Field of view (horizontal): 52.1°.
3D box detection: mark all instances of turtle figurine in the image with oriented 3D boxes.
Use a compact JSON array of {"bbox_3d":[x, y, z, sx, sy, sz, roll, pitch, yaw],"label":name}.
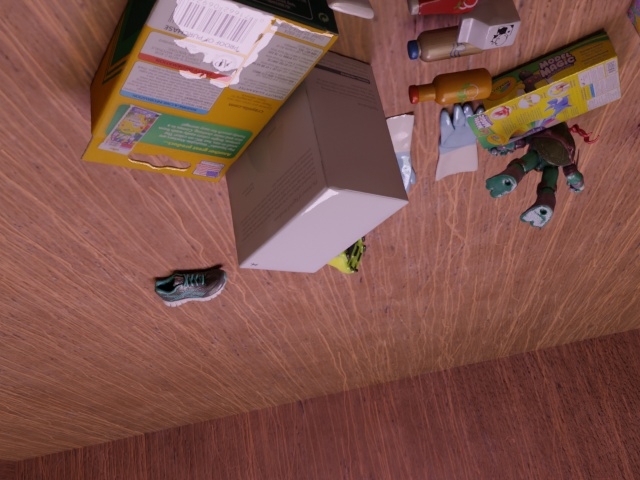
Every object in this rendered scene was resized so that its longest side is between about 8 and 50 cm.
[{"bbox_3d":[0.366,-0.135,1.091,0.175,0.234,0.118,28,141,13],"label":"turtle figurine"}]

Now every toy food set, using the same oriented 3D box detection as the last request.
[{"bbox_3d":[0.159,-0.262,0.772,0.104,0.111,0.232,-10,158,-3],"label":"toy food set"}]

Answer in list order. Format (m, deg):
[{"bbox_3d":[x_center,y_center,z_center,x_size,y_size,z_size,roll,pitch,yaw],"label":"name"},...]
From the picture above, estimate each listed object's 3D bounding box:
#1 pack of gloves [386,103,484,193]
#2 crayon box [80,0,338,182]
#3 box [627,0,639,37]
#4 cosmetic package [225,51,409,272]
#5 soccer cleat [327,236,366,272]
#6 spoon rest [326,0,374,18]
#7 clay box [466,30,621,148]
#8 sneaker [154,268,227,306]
[{"bbox_3d":[0.184,-0.141,1.120,0.195,0.046,0.232,-13,155,5],"label":"pack of gloves"},{"bbox_3d":[-0.153,-0.201,0.807,0.203,0.083,0.323,7,149,-34],"label":"crayon box"},{"bbox_3d":[0.571,-0.249,0.765,0.279,0.290,0.177,-13,155,3],"label":"box"},{"bbox_3d":[-0.020,-0.102,0.902,0.138,0.225,0.224,8,150,-34],"label":"cosmetic package"},{"bbox_3d":[0.000,-0.001,1.318,0.121,0.093,0.289,11,171,29],"label":"soccer cleat"},{"bbox_3d":[0.076,-0.352,0.615,0.137,0.084,0.276,4,138,-31],"label":"spoon rest"},{"bbox_3d":[0.337,-0.221,1.004,0.222,0.053,0.127,-20,155,20],"label":"clay box"},{"bbox_3d":[-0.282,0.096,1.406,0.166,0.065,0.076,-19,150,13],"label":"sneaker"}]
